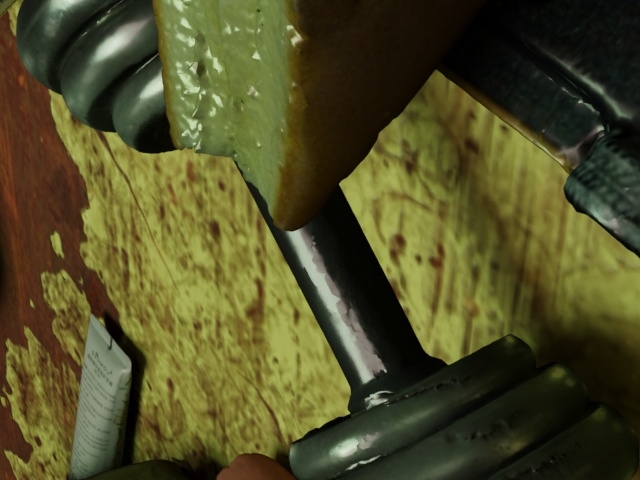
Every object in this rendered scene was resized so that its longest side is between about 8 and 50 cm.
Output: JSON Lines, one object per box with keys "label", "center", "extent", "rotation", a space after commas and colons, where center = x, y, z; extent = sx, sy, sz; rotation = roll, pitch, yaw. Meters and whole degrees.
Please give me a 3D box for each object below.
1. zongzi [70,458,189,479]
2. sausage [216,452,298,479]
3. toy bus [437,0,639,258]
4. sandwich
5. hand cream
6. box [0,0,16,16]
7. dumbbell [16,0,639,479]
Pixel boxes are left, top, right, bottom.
{"label": "zongzi", "center": [-0.171, 0.365, 1.032], "extent": [0.356, 0.174, 0.393], "rotation": [-11, 111, 48]}
{"label": "sausage", "center": [-0.014, 0.201, 0.829], "extent": [0.154, 0.062, 0.062], "rotation": [41, 138, 34]}
{"label": "toy bus", "center": [0.104, -0.080, 0.447], "extent": [0.335, 0.123, 0.121], "rotation": [43, 103, 33]}
{"label": "sandwich", "center": [0.021, -0.126, 0.384], "extent": [0.258, 0.096, 0.094], "rotation": [-55, 50, 11]}
{"label": "hand cream", "center": [-0.179, 0.150, 1.053], "extent": [0.067, 0.042, 0.194], "rotation": [49, 138, 38]}
{"label": "box", "center": [-0.243, -0.278, 0.781], "extent": [0.221, 0.091, 0.274], "rotation": [-41, 73, 22]}
{"label": "dumbbell", "center": [0.000, 0.000, 0.599], "extent": [0.179, 0.179, 0.406], "rotation": [-36, 79, 55]}
